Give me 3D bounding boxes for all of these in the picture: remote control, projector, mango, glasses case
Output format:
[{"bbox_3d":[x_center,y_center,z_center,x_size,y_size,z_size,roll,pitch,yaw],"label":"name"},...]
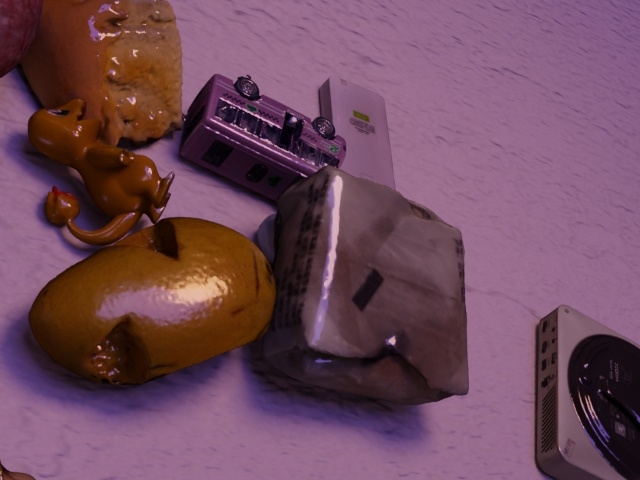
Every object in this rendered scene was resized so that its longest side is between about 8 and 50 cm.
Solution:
[{"bbox_3d":[0.053,-0.122,1.420,0.103,0.034,0.250,18,49,-28],"label":"remote control"},{"bbox_3d":[0.417,0.241,1.395,0.259,0.079,0.257,28,46,-17],"label":"projector"},{"bbox_3d":[-0.164,0.063,1.032,0.262,0.130,0.167,-22,74,-42],"label":"mango"},{"bbox_3d":[0.000,0.000,1.272,0.178,0.045,0.067,0,61,-40],"label":"glasses case"}]

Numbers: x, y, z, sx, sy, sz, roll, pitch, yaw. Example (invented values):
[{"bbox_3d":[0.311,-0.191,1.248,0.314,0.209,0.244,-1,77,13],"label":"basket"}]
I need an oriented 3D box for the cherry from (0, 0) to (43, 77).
[{"bbox_3d":[-0.383,-0.265,1.073,0.175,0.192,0.249,28,49,-69],"label":"cherry"}]

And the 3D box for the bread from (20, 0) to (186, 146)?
[{"bbox_3d":[-0.251,-0.237,1.191,0.174,0.133,0.251,-15,68,-47],"label":"bread"}]

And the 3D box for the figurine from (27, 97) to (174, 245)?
[{"bbox_3d":[-0.254,-0.070,1.099,0.176,0.121,0.122,42,71,5],"label":"figurine"}]

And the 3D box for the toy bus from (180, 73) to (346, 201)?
[{"bbox_3d":[-0.070,-0.118,1.272,0.199,0.096,0.108,25,47,-20],"label":"toy bus"}]

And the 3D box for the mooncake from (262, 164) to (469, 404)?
[{"bbox_3d":[0.056,0.060,1.181,0.250,0.136,0.254,22,64,-34],"label":"mooncake"}]

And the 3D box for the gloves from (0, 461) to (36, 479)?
[{"bbox_3d":[-0.349,0.244,0.684,0.356,0.203,0.155,-20,95,-40],"label":"gloves"}]
